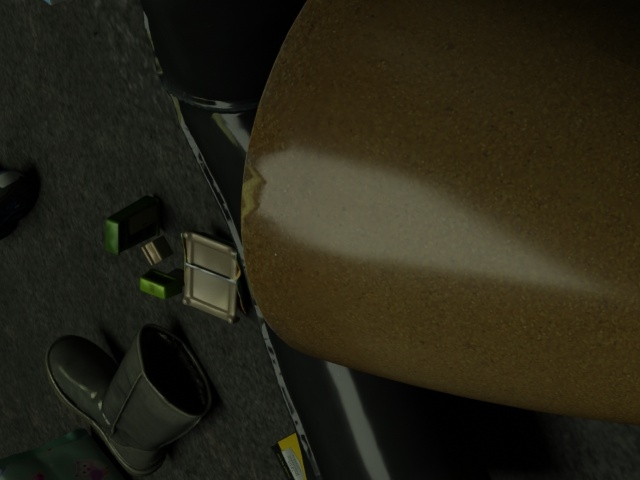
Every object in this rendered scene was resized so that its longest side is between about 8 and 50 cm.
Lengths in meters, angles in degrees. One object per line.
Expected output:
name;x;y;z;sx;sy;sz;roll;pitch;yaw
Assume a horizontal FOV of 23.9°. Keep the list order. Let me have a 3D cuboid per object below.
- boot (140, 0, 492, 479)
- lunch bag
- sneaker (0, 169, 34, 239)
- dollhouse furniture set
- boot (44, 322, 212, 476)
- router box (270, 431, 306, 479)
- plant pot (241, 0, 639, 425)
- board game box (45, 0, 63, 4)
boot;0.000;0.000;0.913;0.367;0.146;0.445;-121;16;-81
lunch bag;-0.276;0.389;1.731;0.223;0.160;0.262;42;138;36
sneaker;-0.375;-0.044;1.660;0.081;0.080;0.211;63;150;1
dollhouse furniture set;-0.112;0.011;1.312;0.151;0.058;0.076;20;122;30
boot;-0.194;0.135;1.488;0.189;0.076;0.208;45;155;10
router box;0.040;0.220;1.180;0.179;0.046;0.133;63;152;7
plant pot;0.136;-0.014;0.693;0.254;0.237;0.237;21;130;34
board game box;-0.261;-0.298;1.333;0.103;0.026;0.154;37;140;43
